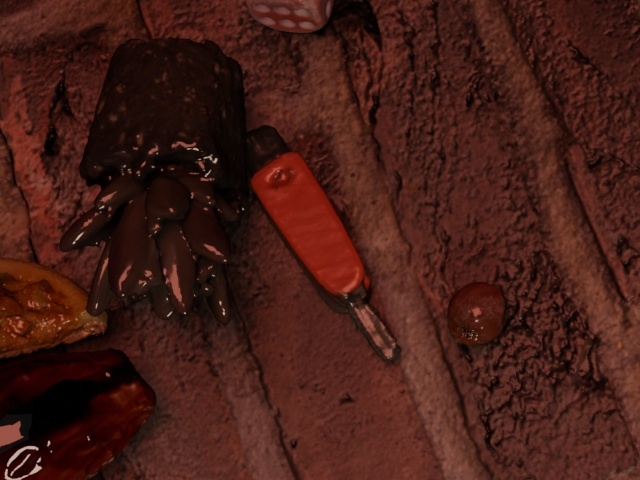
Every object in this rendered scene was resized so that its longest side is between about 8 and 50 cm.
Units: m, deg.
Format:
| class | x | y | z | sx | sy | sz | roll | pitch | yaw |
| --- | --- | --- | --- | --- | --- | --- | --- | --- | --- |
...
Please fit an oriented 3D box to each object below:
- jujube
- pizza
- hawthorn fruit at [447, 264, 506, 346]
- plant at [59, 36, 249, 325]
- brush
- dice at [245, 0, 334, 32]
| class | x | y | z | sx | sy | sz | roll | pitch | yaw |
| --- | --- | --- | --- | --- | --- | --- | --- | --- | --- |
| jujube | -0.297 | 0.196 | 1.881 | 0.236 | 0.168 | 0.168 | -27 | 69 | -12 |
| pizza | -0.384 | 0.077 | 1.942 | 0.292 | 0.058 | 0.197 | 12 | 37 | 18 |
| hawthorn fruit | 0.180 | 0.068 | 1.907 | 0.067 | 0.066 | 0.103 | 28 | 52 | 17 |
| plant | -0.163 | -0.059 | 1.926 | 0.194 | 0.181 | 0.320 | -4 | 71 | 22 |
| brush | 0.000 | 0.000 | 1.956 | 0.070 | 0.051 | 0.323 | -32 | 69 | -5 |
| dice | -0.034 | -0.302 | 2.043 | 0.093 | 0.094 | 0.091 | 8 | 73 | 13 |
